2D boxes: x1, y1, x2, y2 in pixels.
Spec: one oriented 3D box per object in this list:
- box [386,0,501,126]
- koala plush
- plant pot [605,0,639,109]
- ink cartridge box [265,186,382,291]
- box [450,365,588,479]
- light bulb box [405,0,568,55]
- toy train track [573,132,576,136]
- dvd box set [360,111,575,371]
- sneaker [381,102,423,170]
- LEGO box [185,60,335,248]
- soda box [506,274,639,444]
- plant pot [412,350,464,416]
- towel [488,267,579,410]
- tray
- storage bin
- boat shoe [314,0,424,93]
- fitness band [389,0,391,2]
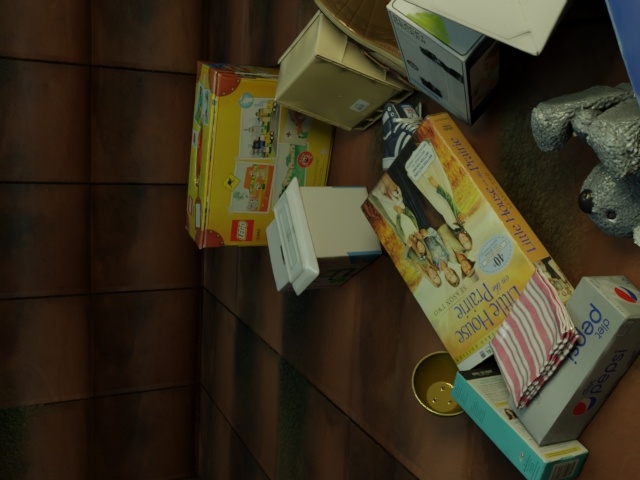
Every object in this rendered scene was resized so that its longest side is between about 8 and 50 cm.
[{"bbox_3d":[0.223,-0.326,1.111,0.169,0.290,0.087,42,92,17],"label":"box"},{"bbox_3d":[0.435,-0.098,0.894,0.196,0.203,0.221,-130,23,-64],"label":"koala plush"},{"bbox_3d":[0.481,-0.256,0.697,0.212,0.236,0.236,-29,66,53],"label":"plant pot"},{"bbox_3d":[0.000,0.000,1.708,0.270,0.198,0.197,-44,53,57],"label":"ink cartridge box"},{"bbox_3d":[0.347,0.324,1.137,0.244,0.100,0.060,-133,47,-54],"label":"box"},{"bbox_3d":[0.299,-0.487,0.842,0.225,0.361,0.358,28,127,11],"label":"light bulb box"},{"bbox_3d":[0.411,-0.195,1.073,0.083,0.014,0.048,159,107,-63],"label":"toy train track"},{"bbox_3d":[0.259,0.013,1.226,0.420,0.062,0.307,61,145,19],"label":"dvd box set"},{"bbox_3d":[0.215,-0.233,1.373,0.282,0.099,0.153,-175,82,-66],"label":"sneaker"},{"bbox_3d":[-0.177,-0.240,1.856,0.193,0.372,0.500,42,128,56],"label":"LEGO box"},{"bbox_3d":[0.411,0.193,1.008,0.098,0.091,0.286,-120,38,-46],"label":"soda box"},{"bbox_3d":[0.256,0.310,1.313,0.095,0.134,0.134,79,172,-57],"label":"plant pot"},{"bbox_3d":[0.337,0.161,1.036,0.144,0.029,0.197,-100,23,-49],"label":"towel"},{"bbox_3d":[-0.069,-0.010,1.591,0.145,0.030,0.270,-48,50,53],"label":"tray"},{"bbox_3d":[0.056,-0.392,1.515,0.262,0.260,0.123,-27,51,61],"label":"storage bin"},{"bbox_3d":[0.125,-0.421,1.339,0.123,0.342,0.123,-63,8,-19],"label":"boat shoe"},{"bbox_3d":[0.153,-0.605,1.359,0.291,0.054,0.209,-14,78,26],"label":"fitness band"}]
